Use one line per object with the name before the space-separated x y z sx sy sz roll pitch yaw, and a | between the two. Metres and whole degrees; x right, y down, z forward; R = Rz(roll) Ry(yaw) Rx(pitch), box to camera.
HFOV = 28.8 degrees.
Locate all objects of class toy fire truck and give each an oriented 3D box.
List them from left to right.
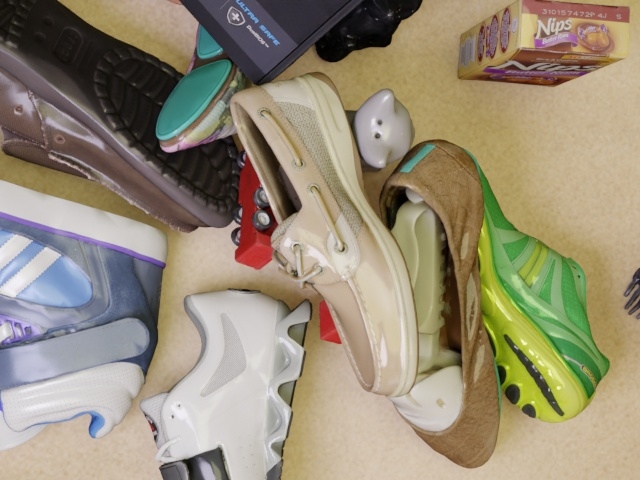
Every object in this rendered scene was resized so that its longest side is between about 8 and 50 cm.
toy fire truck | -0.015 -0.009 1.186 0.135 0.047 0.192 20 55 -28

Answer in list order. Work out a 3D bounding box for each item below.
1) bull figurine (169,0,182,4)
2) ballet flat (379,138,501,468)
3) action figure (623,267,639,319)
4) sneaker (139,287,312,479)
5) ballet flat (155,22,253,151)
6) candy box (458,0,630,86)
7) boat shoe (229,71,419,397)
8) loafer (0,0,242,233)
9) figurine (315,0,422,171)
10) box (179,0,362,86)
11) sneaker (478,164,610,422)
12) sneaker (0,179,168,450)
bull figurine | -0.234 -0.330 1.180 0.310 0.101 0.188 17 81 -18
ballet flat | 0.101 0.077 1.183 0.124 0.116 0.342 -25 119 -49
action figure | 0.412 0.065 1.204 0.164 0.275 0.141 25 83 -9
sneaker | -0.107 0.206 1.183 0.146 0.122 0.331 11 75 -9
ballet flat | -0.093 -0.151 1.179 0.079 0.077 0.221 51 36 -38
candy box | 0.214 -0.191 1.222 0.109 0.186 0.053 3 87 -10
boat shoe | 0.000 0.000 1.095 0.098 0.109 0.302 -14 80 -23
loafer | -0.233 -0.127 1.182 0.366 0.130 0.134 38 42 -15
figurine | 0.045 -0.158 1.176 0.092 0.209 0.215 4 87 -11
box | -0.050 -0.320 1.039 0.295 0.293 0.073 49 44 -8
sneaker | 0.192 0.040 1.266 0.123 0.109 0.296 -27 88 -40
sneaker | -0.308 0.070 1.138 0.322 0.130 0.236 15 81 -16
